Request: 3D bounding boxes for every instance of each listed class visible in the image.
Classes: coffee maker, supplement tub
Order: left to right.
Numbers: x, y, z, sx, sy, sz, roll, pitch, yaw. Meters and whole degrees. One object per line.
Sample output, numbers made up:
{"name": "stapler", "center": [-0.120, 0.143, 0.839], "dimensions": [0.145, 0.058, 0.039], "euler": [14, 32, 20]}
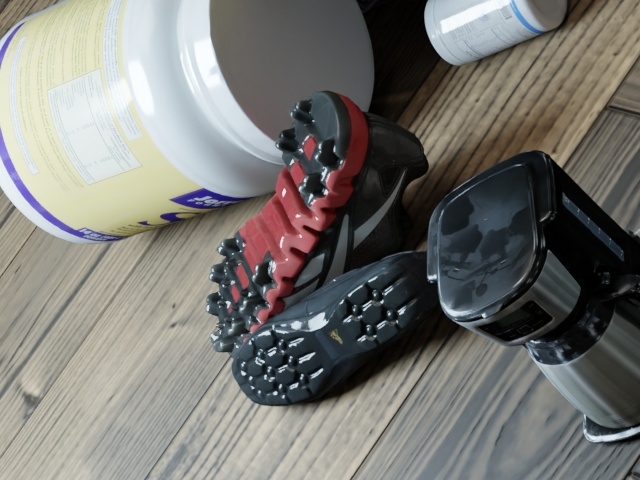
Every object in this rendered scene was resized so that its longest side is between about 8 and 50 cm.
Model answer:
{"name": "supplement tub", "center": [-0.137, -0.141, 1.743], "dimensions": [0.331, 0.241, 0.241], "euler": [-16, 46, 44]}
{"name": "supplement tub", "center": [0.151, -0.198, 1.596], "dimensions": [0.107, 0.071, 0.071], "euler": [-19, 44, 41]}
{"name": "coffee maker", "center": [0.158, 0.027, 1.253], "dimensions": [0.120, 0.178, 0.171], "euler": [-43, 32, 12]}

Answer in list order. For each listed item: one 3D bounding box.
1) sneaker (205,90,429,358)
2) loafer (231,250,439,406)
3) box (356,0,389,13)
{"name": "sneaker", "center": [0.000, 0.000, 1.564], "dimensions": [0.276, 0.135, 0.097], "euler": [-60, 37, 32]}
{"name": "loafer", "center": [0.017, 0.072, 1.502], "dimensions": [0.223, 0.076, 0.078], "euler": [-33, 0, 39]}
{"name": "box", "center": [0.025, -0.310, 1.790], "dimensions": [0.207, 0.153, 0.108], "euler": [-22, 42, 40]}
